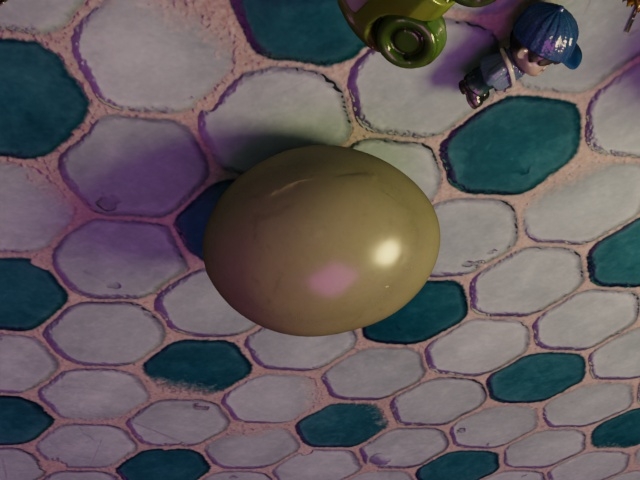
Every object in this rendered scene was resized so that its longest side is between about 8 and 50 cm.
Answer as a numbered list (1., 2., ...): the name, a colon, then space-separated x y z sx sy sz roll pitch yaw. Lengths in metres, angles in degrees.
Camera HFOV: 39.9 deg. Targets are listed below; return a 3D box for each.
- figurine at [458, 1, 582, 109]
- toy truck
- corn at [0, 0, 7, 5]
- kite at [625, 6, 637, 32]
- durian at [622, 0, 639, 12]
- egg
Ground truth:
1. figurine: 0.207 -0.198 0.928 0.136 0.077 0.079 -18 107 35
2. toy truck: 0.075 -0.271 0.752 0.187 0.148 0.210 -19 125 40
3. corn: -0.358 -0.294 0.675 0.115 0.115 0.318 -26 137 21
4. kite: 0.341 -0.253 0.922 0.044 0.002 0.078 -14 139 7
5. durian: 0.334 -0.291 0.784 0.158 0.137 0.168 -21 129 -14
6. egg: 0.000 0.000 1.006 0.269 0.219 0.219 -10 141 -4
